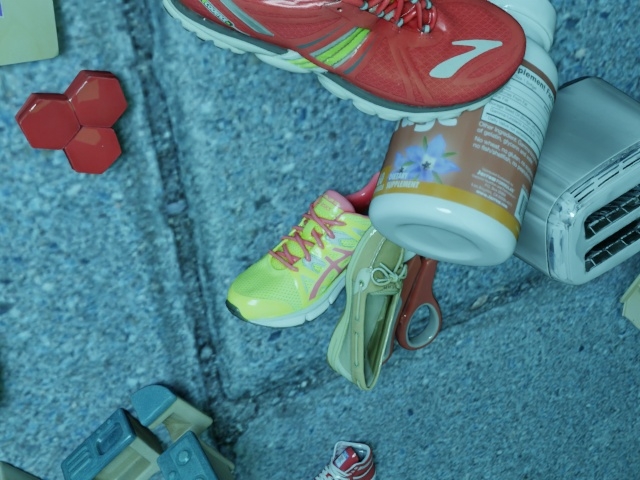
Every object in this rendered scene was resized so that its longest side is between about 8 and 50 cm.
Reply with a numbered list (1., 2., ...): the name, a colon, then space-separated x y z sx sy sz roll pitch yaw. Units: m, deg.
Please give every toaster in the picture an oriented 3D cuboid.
1. toaster: 0.239 -0.054 0.859 0.227 0.146 0.129 -28 131 -18

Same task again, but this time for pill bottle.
1. pill bottle: 0.124 -0.097 0.741 0.121 0.121 0.216 32 69 -41

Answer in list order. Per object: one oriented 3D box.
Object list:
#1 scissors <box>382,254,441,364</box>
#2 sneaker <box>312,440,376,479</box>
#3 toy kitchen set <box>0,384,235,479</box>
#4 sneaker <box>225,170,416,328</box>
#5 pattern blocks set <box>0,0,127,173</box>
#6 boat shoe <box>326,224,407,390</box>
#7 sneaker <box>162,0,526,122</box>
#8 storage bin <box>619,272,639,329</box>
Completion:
1. scissors: 0.102 0.005 0.912 0.109 0.021 0.297 -6 124 -28
2. sneaker: 0.011 0.272 1.027 0.118 0.042 0.067 -26 135 -24
3. toy kitchen set: -0.188 0.235 0.797 0.207 0.166 0.122 -44 133 2
4. sneaker: 0.000 0.000 0.813 0.208 0.081 0.094 -31 133 -24
5. pattern blocks set: -0.246 -0.183 0.568 0.285 0.026 0.325 -6 124 -28
6. boat shoe: 0.049 0.056 0.794 0.056 0.048 0.153 4 110 -43
7. sneaker: 0.026 -0.159 0.615 0.279 0.118 0.107 11 76 -18
8. storage bin: 0.475 -0.013 0.969 0.262 0.123 0.260 -41 160 -19
